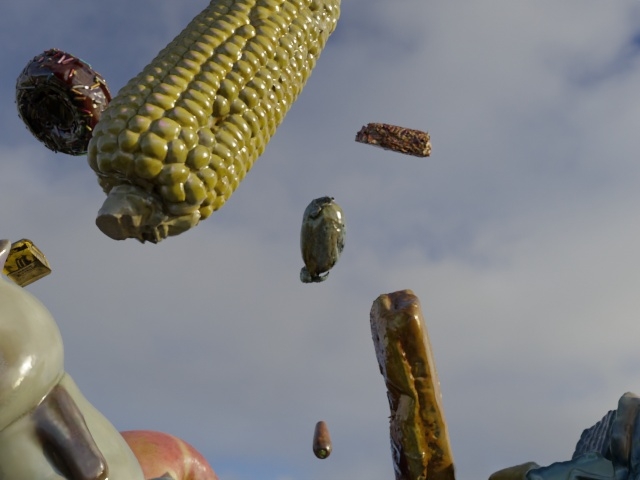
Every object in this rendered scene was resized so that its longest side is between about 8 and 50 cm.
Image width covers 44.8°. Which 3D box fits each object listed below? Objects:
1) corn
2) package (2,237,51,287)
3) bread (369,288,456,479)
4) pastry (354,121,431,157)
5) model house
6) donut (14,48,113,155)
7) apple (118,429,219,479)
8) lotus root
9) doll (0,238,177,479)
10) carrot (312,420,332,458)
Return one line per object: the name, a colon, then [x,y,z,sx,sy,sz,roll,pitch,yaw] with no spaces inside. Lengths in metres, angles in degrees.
corn: [-0.089,-0.138,0.699,0.130,0.347,0.130,22,-30,14]
package: [-0.560,0.033,1.434,0.071,0.047,0.131,-27,-28,-3]
bread: [0.115,0.202,0.965,0.077,0.270,0.139,-10,10,4]
pastry: [0.161,-0.224,1.689,0.169,0.063,0.087,13,7,-4]
model house: [0.318,0.257,0.846,0.325,0.267,0.194,-6,-60,39]
donut: [-0.546,-0.281,1.637,0.235,0.089,0.235,13,-51,17]
apple: [-0.335,0.524,1.355,0.364,0.363,0.364,-3,-27,-1]
lotus root: [0.003,0.000,1.367,0.088,0.165,0.088,7,12,-2]
doll: [-0.326,0.210,0.810,0.215,0.226,0.370,-27,-76,23]
carrot: [0.002,0.313,1.225,0.032,0.032,0.093,-3,12,1]
